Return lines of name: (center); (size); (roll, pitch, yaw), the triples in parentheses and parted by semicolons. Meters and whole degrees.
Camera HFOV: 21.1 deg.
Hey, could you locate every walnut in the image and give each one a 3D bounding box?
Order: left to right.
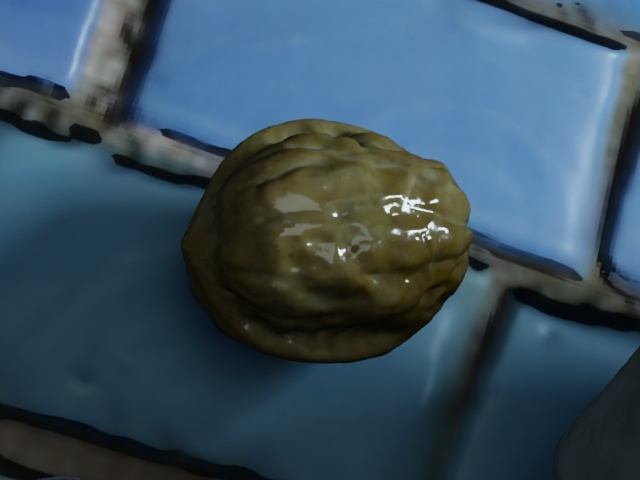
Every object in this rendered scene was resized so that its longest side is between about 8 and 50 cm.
walnut: (0.000, 0.000, 0.560); (0.096, 0.079, 0.083); (-3, 75, -24)

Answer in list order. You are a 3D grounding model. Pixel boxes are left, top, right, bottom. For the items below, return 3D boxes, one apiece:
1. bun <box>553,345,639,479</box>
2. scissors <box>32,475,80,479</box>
bun: (0.162, 0.082, 0.528); (0.263, 0.175, 0.263); (4, 85, -56)
scissors: (-0.145, 0.118, 0.512); (0.189, 0.015, 0.100); (4, 73, -14)
